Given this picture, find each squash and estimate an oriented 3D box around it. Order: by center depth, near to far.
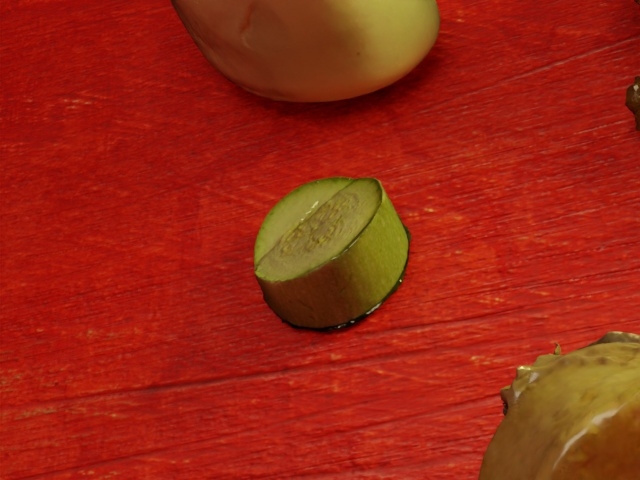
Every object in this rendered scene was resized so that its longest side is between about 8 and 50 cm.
[{"bbox_3d":[-0.001,-0.001,1.797,0.220,0.133,0.220,-15,49,19],"label":"squash"}]

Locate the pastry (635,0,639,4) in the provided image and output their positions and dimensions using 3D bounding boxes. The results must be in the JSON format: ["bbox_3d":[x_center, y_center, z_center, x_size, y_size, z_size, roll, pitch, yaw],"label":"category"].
[{"bbox_3d":[0.535,-0.409,1.748,0.356,0.164,0.356,0,97,0],"label":"pastry"}]

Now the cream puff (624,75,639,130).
[{"bbox_3d":[0.449,-0.176,1.749,0.122,0.094,0.116,-7,55,-10],"label":"cream puff"}]

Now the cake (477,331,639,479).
[{"bbox_3d":[0.304,0.253,1.426,0.332,0.332,0.321,-35,14,-3],"label":"cake"}]

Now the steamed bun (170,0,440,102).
[{"bbox_3d":[-0.079,-0.398,1.941,0.290,0.371,0.456,-45,49,-9],"label":"steamed bun"}]
